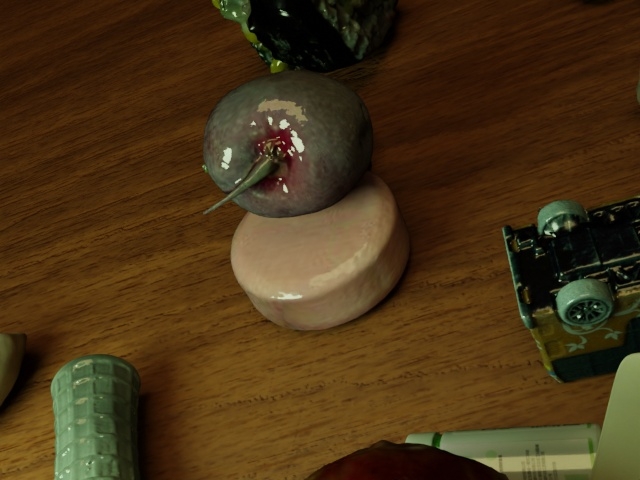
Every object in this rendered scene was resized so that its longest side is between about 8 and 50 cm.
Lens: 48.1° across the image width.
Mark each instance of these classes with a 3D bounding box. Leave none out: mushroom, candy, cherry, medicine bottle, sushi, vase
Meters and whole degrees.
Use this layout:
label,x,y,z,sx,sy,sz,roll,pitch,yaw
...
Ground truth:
label,x,y,z,sx,sy,sz,roll,pitch,yaw
mushroom,-0.512,0.221,1.030,0.236,0.173,0.162,-23,71,62
candy,0.000,0.000,0.984,0.255,0.094,0.255,-15,44,15
cherry,-0.038,-0.126,0.918,0.213,0.183,0.266,2,36,12
medicine bottle,0.178,0.223,0.687,0.183,0.086,0.086,-9,46,20
sushi,-0.054,-0.448,1.300,0.285,0.328,0.328,-10,58,38
vase,-0.259,0.272,0.830,0.143,0.143,0.299,-26,40,2

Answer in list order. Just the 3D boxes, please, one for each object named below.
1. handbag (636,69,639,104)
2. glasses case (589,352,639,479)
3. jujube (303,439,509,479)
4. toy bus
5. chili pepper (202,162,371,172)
label,x,y,z,sx,sy,sz,roll,pitch,yaw
handbag,0.523,-0.261,0.865,0.193,0.251,0.190,-31,48,-17
glasses case,0.271,0.243,0.551,0.131,0.070,0.312,-7,57,57
jujube,0.044,0.336,0.511,0.276,0.276,0.376,1,62,28
toy bus,0.345,0.035,0.724,0.275,0.167,0.138,-17,44,18
chili pepper,-0.058,-0.143,1.147,0.270,0.099,0.136,-12,54,11
